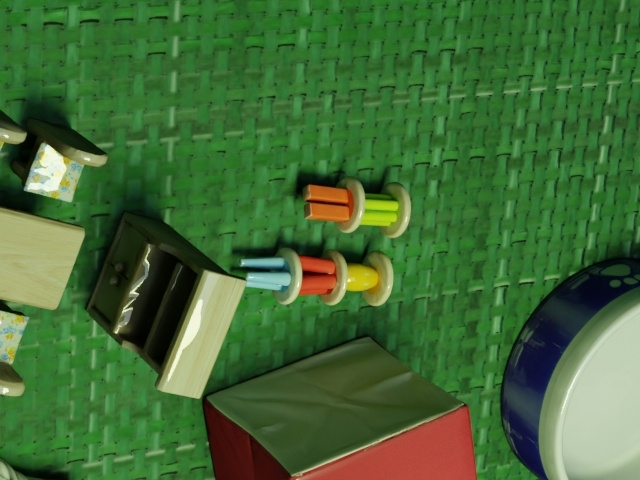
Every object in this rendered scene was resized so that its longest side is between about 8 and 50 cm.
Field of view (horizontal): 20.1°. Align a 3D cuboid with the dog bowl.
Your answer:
[{"bbox_3d":[0.322,0.156,1.877,0.265,0.104,0.265,-12,116,-26],"label":"dog bowl"}]

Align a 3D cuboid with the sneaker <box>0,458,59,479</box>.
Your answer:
[{"bbox_3d":[-0.311,0.206,1.505,0.305,0.114,0.152,7,107,-33],"label":"sneaker"}]

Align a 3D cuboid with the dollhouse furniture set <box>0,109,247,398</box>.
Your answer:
[{"bbox_3d":[-0.211,0.028,1.462,0.242,0.161,0.212,15,102,-35],"label":"dollhouse furniture set"}]

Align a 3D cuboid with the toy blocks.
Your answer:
[{"bbox_3d":[0.000,0.000,1.646,0.148,0.054,0.123,3,109,-32],"label":"toy blocks"}]

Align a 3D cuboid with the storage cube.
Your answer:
[{"bbox_3d":[0.025,0.229,1.679,0.215,0.184,0.193,-20,118,-22],"label":"storage cube"}]
